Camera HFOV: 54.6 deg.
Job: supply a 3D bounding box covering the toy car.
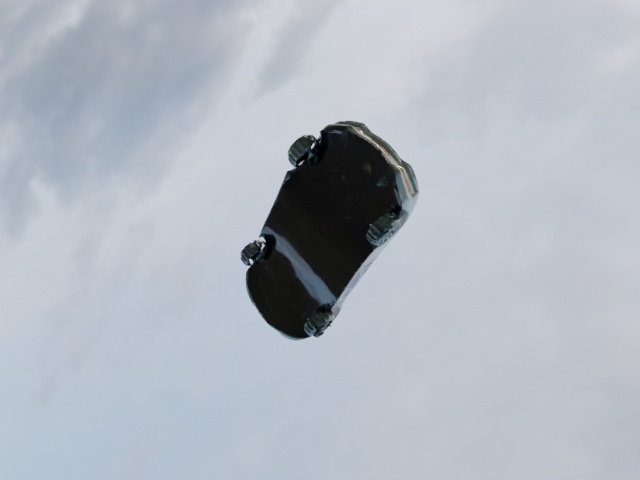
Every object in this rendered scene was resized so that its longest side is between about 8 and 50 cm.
[{"bbox_3d":[0.000,0.000,0.483,0.095,0.204,0.056,44,-135,15],"label":"toy car"}]
